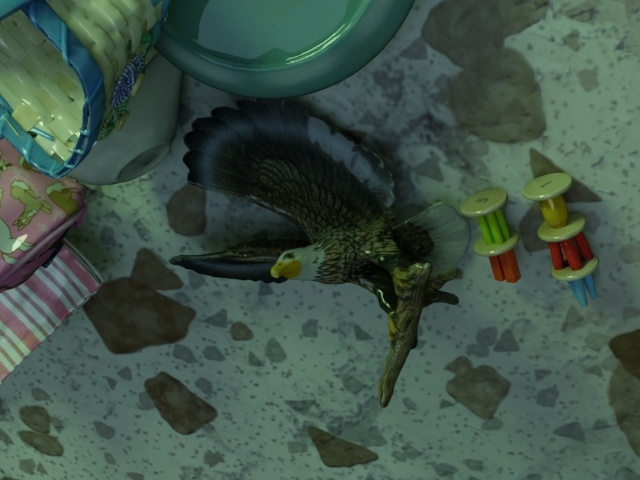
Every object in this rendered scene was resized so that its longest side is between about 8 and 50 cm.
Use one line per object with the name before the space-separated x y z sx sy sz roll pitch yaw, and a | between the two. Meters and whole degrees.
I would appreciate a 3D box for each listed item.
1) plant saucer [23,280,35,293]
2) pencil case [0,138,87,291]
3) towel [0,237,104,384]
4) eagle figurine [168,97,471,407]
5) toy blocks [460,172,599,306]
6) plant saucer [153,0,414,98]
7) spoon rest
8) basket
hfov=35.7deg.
plant saucer | -0.552 0.009 1.277 0.333 0.081 0.332 -32 105 29
pencil case | -0.433 -0.115 1.071 0.386 0.167 0.160 45 110 -5
towel | -0.374 0.067 1.181 0.197 0.029 0.144 -44 103 1
eagle figurine | -0.005 -0.001 1.068 0.298 0.225 0.226 33 86 28
toy blocks | 0.229 0.012 1.065 0.123 0.054 0.148 -14 114 22
plant saucer | -0.060 -0.284 0.920 0.318 0.043 0.317 4 111 10
spoon rest | -0.164 -0.153 1.061 0.276 0.137 0.084 -36 82 15
basket | -0.278 -0.152 0.871 0.201 0.289 0.255 49 154 1
